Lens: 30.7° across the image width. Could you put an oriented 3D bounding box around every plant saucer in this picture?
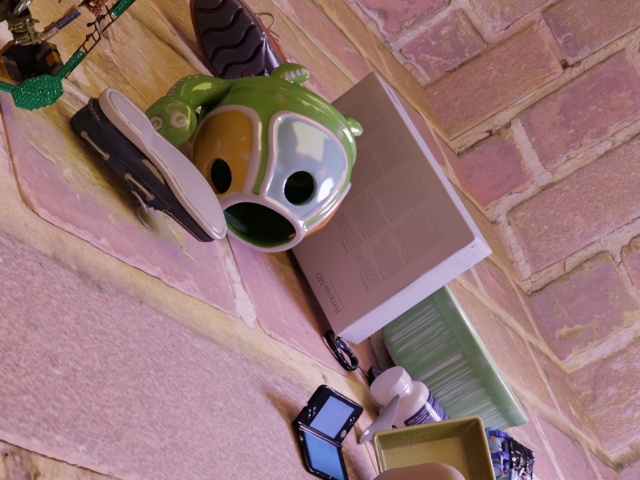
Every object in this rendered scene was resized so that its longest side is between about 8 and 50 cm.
[{"bbox_3d":[0.170,0.368,1.740,0.045,0.188,0.188,141,-60,-63],"label":"plant saucer"}]

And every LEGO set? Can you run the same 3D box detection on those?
[{"bbox_3d":[-0.336,-0.320,1.296,0.255,0.331,0.192,4,51,-46],"label":"LEGO set"}]

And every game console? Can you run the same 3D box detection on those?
[{"bbox_3d":[0.021,0.275,1.632,0.071,0.107,0.122,34,-3,39],"label":"game console"}]

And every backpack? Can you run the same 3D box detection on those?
[{"bbox_3d":[0.287,0.431,1.999,0.117,0.158,0.173,39,34,-28],"label":"backpack"}]

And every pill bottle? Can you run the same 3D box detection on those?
[{"bbox_3d":[0.157,0.295,1.951,0.169,0.094,0.094,53,16,-17],"label":"pill bottle"}]

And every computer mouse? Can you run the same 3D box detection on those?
[{"bbox_3d":[0.087,0.219,1.984,0.242,0.041,0.071,44,22,-39],"label":"computer mouse"}]

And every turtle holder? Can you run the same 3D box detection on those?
[{"bbox_3d":[-0.088,-0.130,1.761,0.320,0.243,0.227,58,34,-46],"label":"turtle holder"}]

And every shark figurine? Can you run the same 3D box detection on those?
[{"bbox_3d":[0.177,0.376,1.832,0.278,0.116,0.166,63,15,13],"label":"shark figurine"}]

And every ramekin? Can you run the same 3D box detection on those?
[{"bbox_3d":[0.238,0.236,2.132,0.303,0.148,0.303,58,6,-9],"label":"ramekin"}]

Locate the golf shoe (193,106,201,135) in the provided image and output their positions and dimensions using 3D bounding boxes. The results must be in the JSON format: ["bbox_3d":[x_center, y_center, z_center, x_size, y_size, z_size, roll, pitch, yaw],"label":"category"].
[{"bbox_3d":[-0.177,-0.173,1.925,0.176,0.069,0.086,49,38,-20],"label":"golf shoe"}]

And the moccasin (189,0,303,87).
[{"bbox_3d":[-0.128,-0.354,2.243,0.380,0.139,0.147,45,19,-39],"label":"moccasin"}]

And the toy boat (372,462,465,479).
[{"bbox_3d":[0.145,0.431,1.610,0.231,0.151,0.151,-95,174,-52],"label":"toy boat"}]

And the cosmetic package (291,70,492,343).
[{"bbox_3d":[0.076,-0.058,1.990,0.097,0.284,0.377,34,25,-59],"label":"cosmetic package"}]

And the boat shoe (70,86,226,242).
[{"bbox_3d":[-0.226,-0.086,1.548,0.254,0.079,0.095,48,21,-25],"label":"boat shoe"}]
